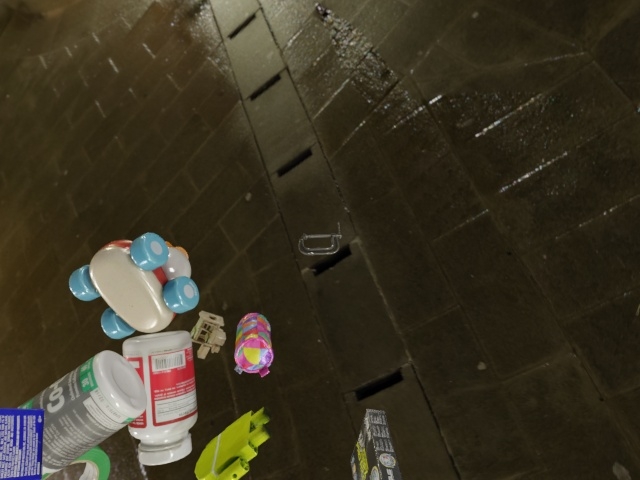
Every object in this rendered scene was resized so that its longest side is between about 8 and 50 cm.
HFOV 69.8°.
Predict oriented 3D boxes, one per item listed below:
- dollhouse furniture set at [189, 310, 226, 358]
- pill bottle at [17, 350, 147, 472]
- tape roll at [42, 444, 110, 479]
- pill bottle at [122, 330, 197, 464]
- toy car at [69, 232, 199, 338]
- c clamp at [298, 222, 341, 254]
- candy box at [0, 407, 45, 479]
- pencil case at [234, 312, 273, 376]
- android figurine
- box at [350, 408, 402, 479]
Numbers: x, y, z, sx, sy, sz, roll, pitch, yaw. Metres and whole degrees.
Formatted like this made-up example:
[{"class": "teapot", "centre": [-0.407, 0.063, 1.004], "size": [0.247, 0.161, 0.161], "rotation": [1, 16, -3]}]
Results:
[{"class": "dollhouse furniture set", "centre": [-0.454, 0.395, 1.766], "size": [0.182, 0.101, 0.161], "rotation": [-61, 25, 12]}, {"class": "pill bottle", "centre": [-0.672, 0.476, 1.222], "size": [0.361, 0.204, 0.204], "rotation": [-35, 56, -5]}, {"class": "tape roll", "centre": [-0.867, 0.811, 1.512], "size": [0.077, 0.321, 0.321], "rotation": [25, 87, 32]}, {"class": "pill bottle", "centre": [-0.548, 0.531, 1.582], "size": [0.229, 0.229, 0.408], "rotation": [-8, 85, 29]}, {"class": "toy car", "centre": [-0.375, 0.064, 1.030], "size": [0.219, 0.210, 0.238], "rotation": [-24, 19, 20]}, {"class": "c clamp", "centre": [0.000, 0.000, 1.586], "size": [0.160, 0.022, 0.137], "rotation": [-6, 49, -9]}, {"class": "candy box", "centre": [-0.617, 0.325, 0.631], "size": [0.268, 0.317, 0.122], "rotation": [-25, 61, 15]}, {"class": "pencil case", "centre": [-0.177, 0.270, 1.217], "size": [0.104, 0.104, 0.236], "rotation": [-56, 11, 3]}, {"class": "android figurine", "centre": [-0.253, 0.597, 1.309], "size": [0.273, 0.056, 0.248], "rotation": [-40, 13, 2]}, {"class": "box", "centre": [0.149, 0.649, 1.275], "size": [0.270, 0.060, 0.216], "rotation": [-99, 19, -66]}]
